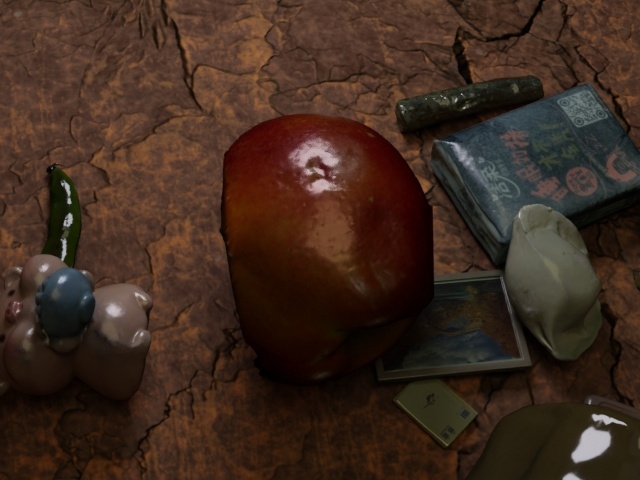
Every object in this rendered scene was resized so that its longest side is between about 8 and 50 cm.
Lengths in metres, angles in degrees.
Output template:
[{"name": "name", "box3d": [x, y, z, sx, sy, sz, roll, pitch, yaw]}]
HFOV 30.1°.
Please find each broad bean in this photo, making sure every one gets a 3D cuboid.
[{"name": "broad bean", "box3d": [-0.414, -0.015, 1.899, 0.065, 0.046, 0.254, -3, 61, 0]}]

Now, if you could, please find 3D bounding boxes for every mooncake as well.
[{"name": "mooncake", "box3d": [0.385, 0.425, 1.530, 0.467, 0.467, 0.262, 30, 68, 10]}]

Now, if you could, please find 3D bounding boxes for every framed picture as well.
[{"name": "framed picture", "box3d": [0.195, 0.134, 1.887, 0.250, 0.016, 0.184, -4, 57, -7]}]

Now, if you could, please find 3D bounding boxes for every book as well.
[{"name": "book", "box3d": [0.176, 0.257, 1.830, 0.111, 0.014, 0.077, 41, 65, 16]}]

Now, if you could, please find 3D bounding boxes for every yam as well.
[{"name": "yam", "box3d": [0.261, -0.245, 2.080, 0.274, 0.061, 0.061, -14, 64, -13]}]

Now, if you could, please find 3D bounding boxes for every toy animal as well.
[{"name": "toy animal", "box3d": [-0.361, 0.134, 1.753, 0.221, 0.229, 0.210, 26, 51, -34]}]

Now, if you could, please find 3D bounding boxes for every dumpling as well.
[{"name": "dumpling", "box3d": [0.378, 0.057, 1.884, 0.179, 0.131, 0.252, -21, 89, -39]}]

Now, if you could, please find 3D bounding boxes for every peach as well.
[{"name": "peach", "box3d": [0.018, 0.010, 1.757, 0.310, 0.335, 0.406, -9, 61, 6]}]

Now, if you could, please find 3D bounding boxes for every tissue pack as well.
[{"name": "tissue pack", "box3d": [0.374, -0.120, 2.000, 0.316, 0.103, 0.228, -22, 65, -17]}]

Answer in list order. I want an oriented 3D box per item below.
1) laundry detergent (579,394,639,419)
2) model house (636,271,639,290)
[{"name": "laundry detergent", "box3d": [0.485, 0.345, 1.782, 0.237, 0.076, 0.171, 21, 63, 3]}, {"name": "model house", "box3d": [0.666, 0.003, 1.922, 0.268, 0.173, 0.239, 16, 63, 0]}]
